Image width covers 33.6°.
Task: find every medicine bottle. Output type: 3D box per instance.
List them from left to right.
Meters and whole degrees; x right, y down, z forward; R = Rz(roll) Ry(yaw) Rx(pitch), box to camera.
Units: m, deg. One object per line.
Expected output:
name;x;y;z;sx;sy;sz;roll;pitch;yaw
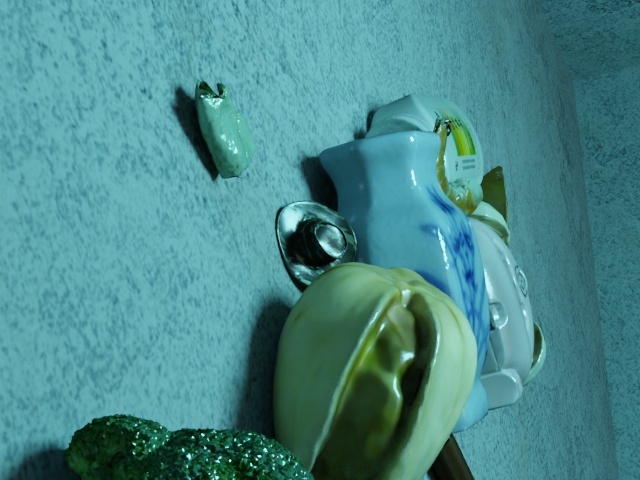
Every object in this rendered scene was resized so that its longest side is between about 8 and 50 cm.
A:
medicine bottle;0.171;-0.148;1.750;0.324;0.124;0.179;-13;84;-66

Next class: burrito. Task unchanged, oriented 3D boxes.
burrito;-0.110;-0.128;1.175;0.074;0.044;0.118;-72;146;-45

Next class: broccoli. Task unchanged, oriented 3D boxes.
broccoli;-0.109;0.261;0.809;0.254;0.269;0.269;89;4;-57

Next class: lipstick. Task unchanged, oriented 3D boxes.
lipstick;0.241;0.432;1.715;0.357;0.057;0.057;64;27;-30

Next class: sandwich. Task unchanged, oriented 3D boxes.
sandwich;0.331;-0.032;2.108;0.258;0.096;0.094;-80;155;-45

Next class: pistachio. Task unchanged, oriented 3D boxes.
pistachio;0.057;0.161;1.210;0.238;0.229;0.321;106;4;-49

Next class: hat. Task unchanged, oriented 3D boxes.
hat;0.000;0.000;1.324;0.121;0.050;0.121;6;78;-31

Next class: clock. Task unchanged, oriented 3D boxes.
clock;0.252;0.107;1.745;0.326;0.184;0.342;-22;99;-70

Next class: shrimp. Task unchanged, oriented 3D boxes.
shrimp;0.198;-0.109;1.611;0.161;0.049;0.166;-20;111;-51

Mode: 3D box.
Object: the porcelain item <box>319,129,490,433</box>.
porcelain item;0.123;0.058;1.458;0.242;0.178;0.405;-8;86;-67
